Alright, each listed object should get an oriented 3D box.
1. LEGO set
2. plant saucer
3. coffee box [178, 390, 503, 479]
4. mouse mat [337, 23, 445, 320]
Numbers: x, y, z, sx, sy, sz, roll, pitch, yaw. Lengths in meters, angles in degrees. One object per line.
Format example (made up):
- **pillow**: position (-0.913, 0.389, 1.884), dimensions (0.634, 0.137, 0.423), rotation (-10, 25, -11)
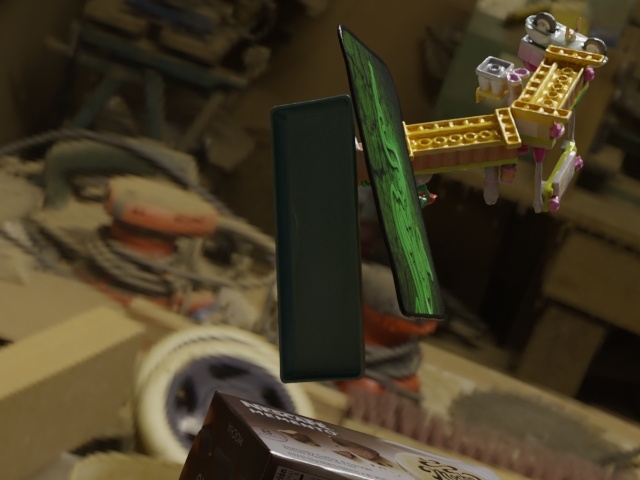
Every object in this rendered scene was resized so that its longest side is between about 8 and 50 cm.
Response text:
- **LEGO set**: position (0.129, -0.070, 1.149), dimensions (0.287, 0.107, 0.132), rotation (-33, 47, -28)
- **plant saucer**: position (0.000, 0.000, 0.983), dimensions (0.067, 0.192, 0.018), rotation (-6, -6, 32)
- **coffee box**: position (0.040, 0.244, 1.257), dimensions (0.297, 0.118, 0.168), rotation (19, 5, -22)
- **mouse mat**: position (0.049, -0.040, 0.951), dimensions (0.007, 0.189, 0.152), rotation (-13, -7, 14)
